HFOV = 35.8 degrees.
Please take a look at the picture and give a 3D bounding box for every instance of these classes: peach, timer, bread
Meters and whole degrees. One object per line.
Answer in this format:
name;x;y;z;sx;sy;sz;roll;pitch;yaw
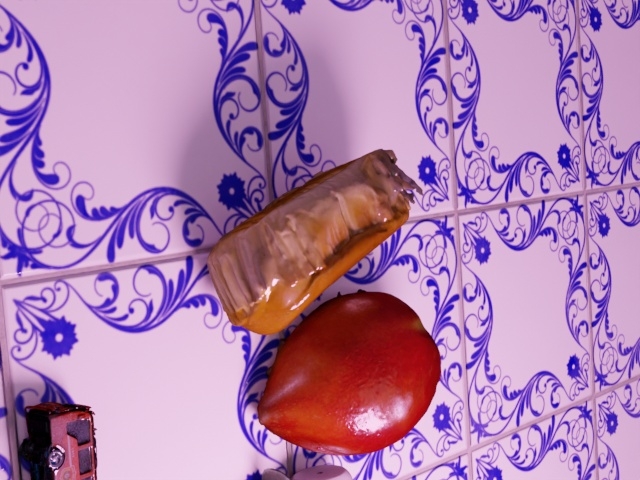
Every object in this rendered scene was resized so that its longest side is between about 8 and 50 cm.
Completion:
peach;0.068;0.235;1.688;0.362;0.201;0.257;-25;109;-41
timer;0.003;0.456;1.701;0.136;0.099;0.136;2;87;-33
bread;-0.005;0.002;1.607;0.389;0.236;0.183;-33;97;-30

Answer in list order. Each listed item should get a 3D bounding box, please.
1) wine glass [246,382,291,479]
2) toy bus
wine glass;-0.192;0.411;1.525;0.309;0.096;0.264;-34;108;-38
toy bus;-0.356;0.338;1.372;0.096;0.073;0.234;-7;96;-53
